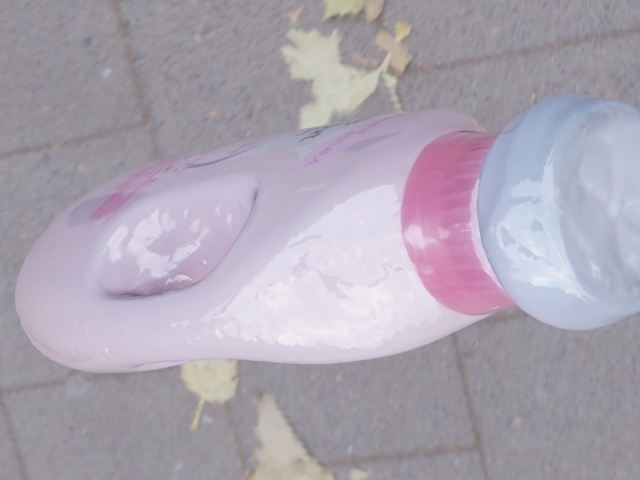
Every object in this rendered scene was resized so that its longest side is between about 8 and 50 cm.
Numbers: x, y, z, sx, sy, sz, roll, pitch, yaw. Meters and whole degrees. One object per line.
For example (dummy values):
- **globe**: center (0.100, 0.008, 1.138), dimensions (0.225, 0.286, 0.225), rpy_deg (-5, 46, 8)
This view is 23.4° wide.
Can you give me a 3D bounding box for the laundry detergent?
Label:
- **laundry detergent**: center (0.000, 0.000, 0.643), dimensions (0.335, 0.159, 0.088), rpy_deg (-6, 117, 53)
